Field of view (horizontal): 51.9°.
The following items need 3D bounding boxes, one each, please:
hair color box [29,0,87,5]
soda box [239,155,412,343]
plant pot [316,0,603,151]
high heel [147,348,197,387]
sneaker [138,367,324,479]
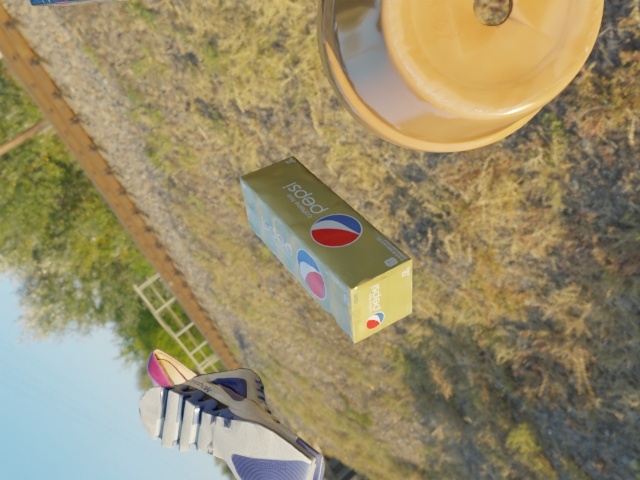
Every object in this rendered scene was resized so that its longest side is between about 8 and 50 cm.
[{"bbox_3d":[-0.261,-0.431,1.015,0.174,0.347,0.105,-55,-38,-64],"label":"hair color box"},{"bbox_3d":[0.000,0.000,0.555,0.181,0.058,0.061,44,151,42],"label":"soda box"},{"bbox_3d":[0.145,-0.226,0.669,0.291,0.291,0.203,55,-175,-13],"label":"plant pot"},{"bbox_3d":[-0.271,0.323,1.426,0.244,0.082,0.117,31,140,18],"label":"high heel"},{"bbox_3d":[-0.121,0.295,1.096,0.316,0.182,0.127,21,110,19],"label":"sneaker"}]
